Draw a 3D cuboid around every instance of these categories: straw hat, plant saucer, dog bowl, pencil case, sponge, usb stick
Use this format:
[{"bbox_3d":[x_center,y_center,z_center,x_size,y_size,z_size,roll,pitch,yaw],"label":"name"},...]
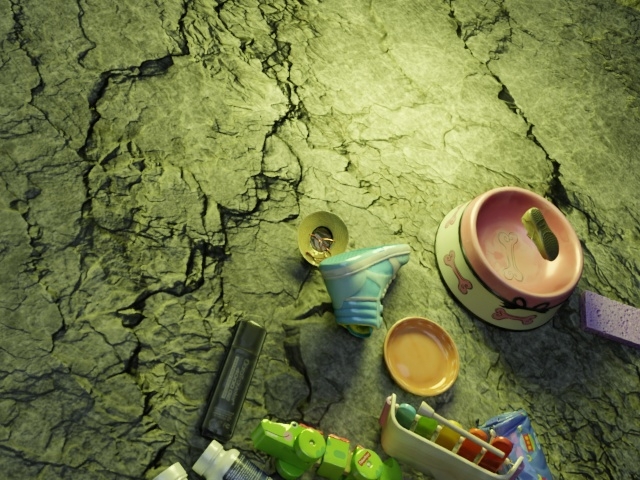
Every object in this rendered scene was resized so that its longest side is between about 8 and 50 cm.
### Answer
[{"bbox_3d":[0.000,0.000,1.566,0.144,0.061,0.144,2,79,-11],"label":"straw hat"},{"bbox_3d":[0.243,0.286,1.506,0.200,0.037,0.200,8,60,-14],"label":"plant saucer"},{"bbox_3d":[0.527,0.032,1.674,0.408,0.150,0.408,8,60,-15],"label":"dog bowl"},{"bbox_3d":[0.461,0.538,1.390,0.133,0.119,0.306,7,57,-44],"label":"pencil case"},{"bbox_3d":[0.837,0.228,1.741,0.210,0.031,0.117,19,58,-8],"label":"sponge"},{"bbox_3d":[-0.189,0.302,1.348,0.077,0.045,0.278,25,57,-12],"label":"usb stick"}]

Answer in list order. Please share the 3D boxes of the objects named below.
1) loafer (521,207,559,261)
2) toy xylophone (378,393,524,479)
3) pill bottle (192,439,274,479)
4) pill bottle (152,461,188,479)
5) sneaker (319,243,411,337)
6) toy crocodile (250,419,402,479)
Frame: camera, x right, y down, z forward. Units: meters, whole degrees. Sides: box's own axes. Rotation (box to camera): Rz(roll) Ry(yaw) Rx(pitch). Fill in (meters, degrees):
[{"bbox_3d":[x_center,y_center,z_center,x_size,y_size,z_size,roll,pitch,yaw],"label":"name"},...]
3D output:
[{"bbox_3d":[0.573,-0.014,1.599,0.056,0.050,0.148,-19,86,-23],"label":"loafer"},{"bbox_3d":[0.276,0.435,1.304,0.322,0.236,0.081,30,46,8],"label":"toy xylophone"},{"bbox_3d":[-0.170,0.480,1.226,0.169,0.094,0.094,38,58,4],"label":"pill bottle"},{"bbox_3d":[-0.242,0.538,1.154,0.124,0.124,0.221,-32,75,-30],"label":"pill bottle"},{"bbox_3d":[0.127,0.123,1.522,0.319,0.127,0.208,-14,95,-46],"label":"sneaker"},{"bbox_3d":[0.017,0.456,1.294,0.340,0.115,0.105,23,39,-8],"label":"toy crocodile"}]
